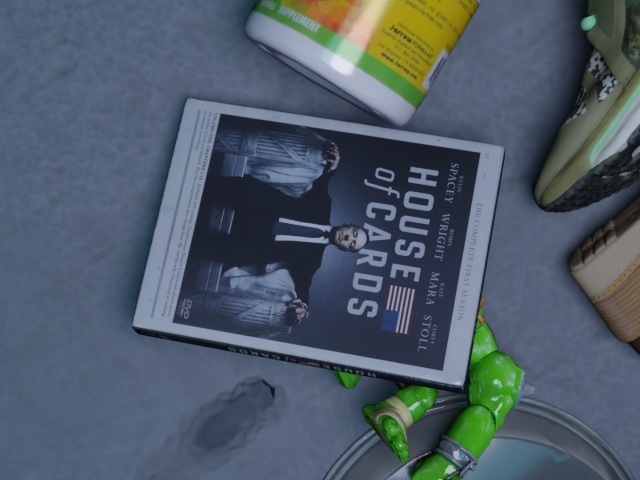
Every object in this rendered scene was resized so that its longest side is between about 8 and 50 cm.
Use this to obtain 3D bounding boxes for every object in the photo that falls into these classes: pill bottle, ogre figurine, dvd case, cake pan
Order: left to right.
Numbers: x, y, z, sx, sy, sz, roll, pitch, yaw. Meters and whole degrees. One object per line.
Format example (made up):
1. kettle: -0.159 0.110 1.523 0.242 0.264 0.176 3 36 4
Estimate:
1. dvd case: 0.000 0.000 0.864 0.238 0.029 0.179 9 75 9
2. pill bottle: 0.063 -0.216 0.844 0.136 0.136 0.246 30 93 -7
3. ogre figurine: 0.072 0.084 0.899 0.118 0.197 0.097 -32 142 -11
4. cake pan: 0.127 0.267 0.943 0.293 0.054 0.293 0 96 -4

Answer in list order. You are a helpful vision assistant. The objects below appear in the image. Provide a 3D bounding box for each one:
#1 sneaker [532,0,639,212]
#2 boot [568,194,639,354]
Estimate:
1. sneaker: 0.243 -0.210 0.859 0.182 0.158 0.410 40 115 29
2. boot: 0.333 0.017 0.885 0.207 0.090 0.248 39 123 -12
